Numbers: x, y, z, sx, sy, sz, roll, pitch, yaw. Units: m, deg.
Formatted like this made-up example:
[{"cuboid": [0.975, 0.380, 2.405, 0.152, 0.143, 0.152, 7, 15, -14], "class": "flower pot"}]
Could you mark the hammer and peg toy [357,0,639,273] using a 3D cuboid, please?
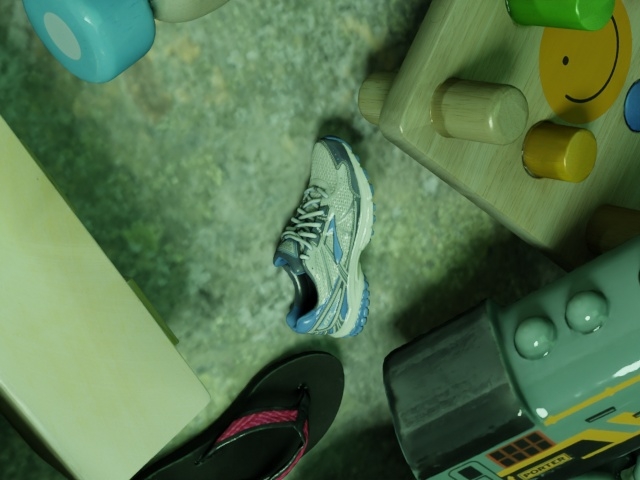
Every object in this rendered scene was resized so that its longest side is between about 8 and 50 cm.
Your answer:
[{"cuboid": [0.202, -0.172, 0.846, 0.266, 0.127, 0.361, 33, 80, -39], "class": "hammer and peg toy"}]

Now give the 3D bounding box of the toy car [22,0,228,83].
[{"cuboid": [-0.104, -0.253, 0.652, 0.238, 0.210, 0.219, 47, 64, 2], "class": "toy car"}]

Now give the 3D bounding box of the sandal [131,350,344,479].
[{"cuboid": [-0.047, 0.138, 0.798, 0.179, 0.040, 0.067, -36, 114, -24], "class": "sandal"}]

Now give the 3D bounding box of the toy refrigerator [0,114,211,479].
[{"cuboid": [-0.177, 0.004, 0.660, 0.094, 0.102, 0.269, -43, 116, -21], "class": "toy refrigerator"}]

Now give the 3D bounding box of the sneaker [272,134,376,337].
[{"cuboid": [0.000, 0.000, 0.804, 0.058, 0.052, 0.135, -6, 100, -28], "class": "sneaker"}]

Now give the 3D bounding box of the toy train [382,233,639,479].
[{"cuboid": [0.203, 0.085, 0.812, 0.190, 0.334, 0.142, 36, 32, -44], "class": "toy train"}]
